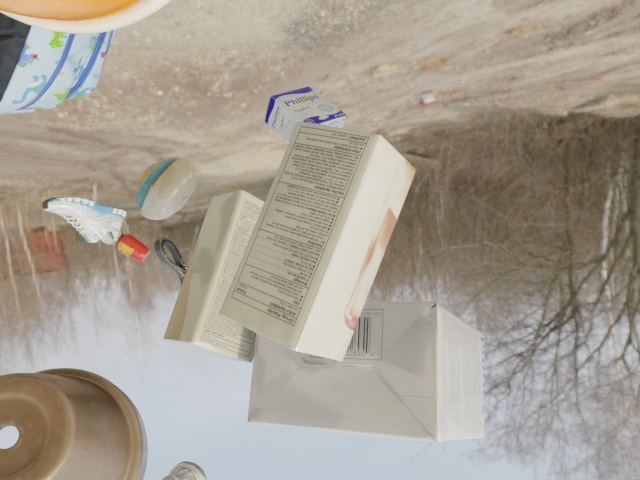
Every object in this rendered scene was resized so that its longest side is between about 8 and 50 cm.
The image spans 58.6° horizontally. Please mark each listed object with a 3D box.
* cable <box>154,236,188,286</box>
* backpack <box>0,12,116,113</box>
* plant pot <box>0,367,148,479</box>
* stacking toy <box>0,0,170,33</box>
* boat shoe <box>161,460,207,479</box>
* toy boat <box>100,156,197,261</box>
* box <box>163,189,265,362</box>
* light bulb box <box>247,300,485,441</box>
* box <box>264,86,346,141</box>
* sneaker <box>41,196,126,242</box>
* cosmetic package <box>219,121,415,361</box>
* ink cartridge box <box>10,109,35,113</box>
[{"bbox_3d":[-0.353,0.108,1.577,0.072,0.287,0.139,-7,-160,29],"label":"cable"},{"bbox_3d":[-0.413,-0.342,0.788,0.290,0.355,0.273,39,-161,8],"label":"backpack"},{"bbox_3d":[-0.371,0.276,0.744,0.263,0.263,0.229,-7,153,-15],"label":"plant pot"},{"bbox_3d":[-0.268,-0.262,0.289,0.351,0.350,0.480,-6,-154,15],"label":"stacking toy"},{"bbox_3d":[-0.312,0.618,1.154,0.118,0.320,0.103,13,179,17],"label":"boat shoe"},{"bbox_3d":[-0.471,-0.101,1.555,0.148,0.318,0.267,35,-176,-5],"label":"toy boat"},{"bbox_3d":[-0.178,0.071,1.136,0.148,0.311,0.121,30,157,-35],"label":"box"},{"bbox_3d":[0.109,0.261,1.111,0.358,0.225,0.361,-3,163,27],"label":"light bulb box"},{"bbox_3d":[-0.035,-0.284,1.319,0.126,0.072,0.137,-27,-123,-39],"label":"box"},{"bbox_3d":[-0.479,-0.039,1.166,0.071,0.083,0.191,0,171,31],"label":"sneaker"},{"bbox_3d":[0.000,0.000,0.799,0.153,0.296,0.129,20,174,37],"label":"cosmetic package"},{"bbox_3d":[-0.837,-0.409,1.351,0.117,0.207,0.283,16,-160,21],"label":"ink cartridge box"}]
